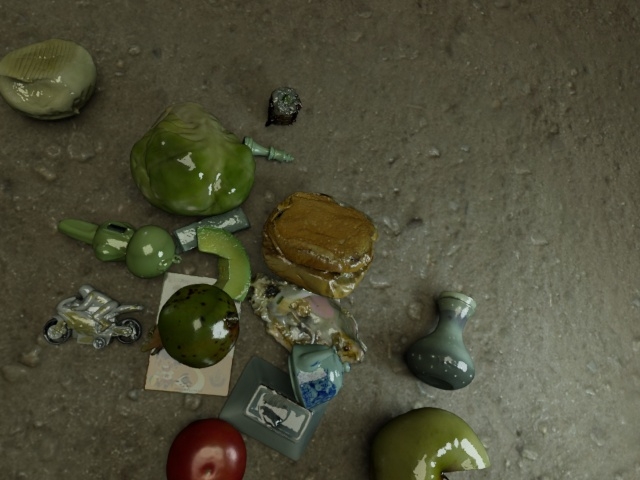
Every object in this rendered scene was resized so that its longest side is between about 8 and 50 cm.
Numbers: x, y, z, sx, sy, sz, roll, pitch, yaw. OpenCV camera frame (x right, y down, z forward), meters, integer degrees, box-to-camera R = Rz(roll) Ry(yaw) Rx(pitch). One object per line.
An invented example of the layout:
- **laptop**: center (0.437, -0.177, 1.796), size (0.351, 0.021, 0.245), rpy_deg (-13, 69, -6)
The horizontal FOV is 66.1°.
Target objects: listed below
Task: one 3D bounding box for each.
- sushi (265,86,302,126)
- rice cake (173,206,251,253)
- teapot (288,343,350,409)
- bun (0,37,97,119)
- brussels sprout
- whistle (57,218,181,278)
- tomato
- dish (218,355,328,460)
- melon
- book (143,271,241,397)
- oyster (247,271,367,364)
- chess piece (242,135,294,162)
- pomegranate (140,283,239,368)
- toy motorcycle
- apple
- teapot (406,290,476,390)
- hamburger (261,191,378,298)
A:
- **sushi**: center (-0.109, -0.375, 1.383), size (0.098, 0.084, 0.094), rpy_deg (-9, 80, -19)
- **rice cake**: center (-0.286, -0.029, 1.283), size (0.206, 0.063, 0.069), rpy_deg (-20, 92, -18)
- **teapot**: center (0.004, 0.327, 1.213), size (0.159, 0.232, 0.159), rpy_deg (-5, 52, 7)
- **bun**: center (-0.666, -0.387, 1.212), size (0.229, 0.145, 0.229), rpy_deg (-2, 50, 2)
- **brussels sprout**: center (-0.321, -0.192, 1.210), size (0.273, 0.242, 0.316), rpy_deg (-36, 84, -25)
- **whistle**: center (-0.485, 0.020, 1.207), size (0.294, 0.141, 0.141), rpy_deg (7, 78, 6)
- **tomato**: center (-0.265, 0.520, 1.152), size (0.195, 0.136, 0.195), rpy_deg (3, 80, -15)
- **dish**: center (-0.108, 0.428, 1.241), size (0.243, 0.080, 0.182), rpy_deg (31, 74, -7)
- **melon**: center (-0.243, 0.056, 1.239), size (0.118, 0.064, 0.209), rpy_deg (-14, 101, -24)
- **book**: center (-0.316, 0.238, 1.251), size (0.208, 0.020, 0.295), rpy_deg (9, 78, -13)
- **oyster**: center (-0.034, 0.201, 1.299), size (0.201, 0.107, 0.354), rpy_deg (-40, 100, 14)
- **chess piece**: center (-0.145, -0.246, 1.367), size (0.149, 0.059, 0.059), rpy_deg (10, 78, -18)
- **pomegranate**: center (-0.305, 0.216, 1.154), size (0.246, 0.198, 0.198), rpy_deg (-37, 91, -5)
- **toy motorcycle**: center (-0.540, 0.179, 1.174), size (0.228, 0.074, 0.151), rpy_deg (1, 85, -6)
- **apple**: center (0.246, 0.545, 1.222), size (0.295, 0.258, 0.233), rpy_deg (-33, 89, -21)
- **teapot**: center (0.348, 0.273, 1.354), size (0.183, 0.183, 0.251), rpy_deg (29, 62, -8)
- **hamburger**: center (0.000, 0.000, 1.261), size (0.318, 0.158, 0.319), rpy_deg (14, 37, -11)
